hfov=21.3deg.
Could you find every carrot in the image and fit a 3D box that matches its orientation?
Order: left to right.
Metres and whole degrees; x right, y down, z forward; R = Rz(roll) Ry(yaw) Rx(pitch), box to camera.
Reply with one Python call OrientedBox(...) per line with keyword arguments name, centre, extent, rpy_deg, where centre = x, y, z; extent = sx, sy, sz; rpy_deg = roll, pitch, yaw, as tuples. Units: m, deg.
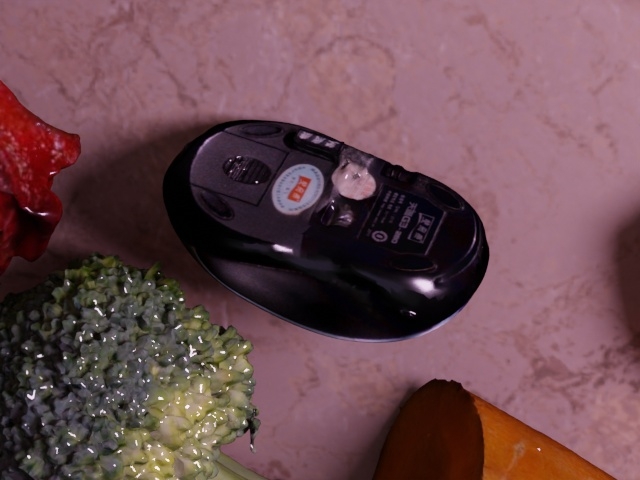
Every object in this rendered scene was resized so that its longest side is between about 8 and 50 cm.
OrientedBox(name="carrot", centre=(0.178, 0.267, 1.241), extent=(0.331, 0.214, 0.193), rpy_deg=(34, 123, -6))

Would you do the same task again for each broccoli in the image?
OrientedBox(name="broccoli", centre=(-0.182, 0.198, 1.290), extent=(0.302, 0.249, 0.375), rpy_deg=(40, 116, -3))

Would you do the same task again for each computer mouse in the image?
OrientedBox(name="computer mouse", centre=(0.000, 0.000, 1.193), extent=(0.233, 0.137, 0.096), rpy_deg=(23, 140, 10))

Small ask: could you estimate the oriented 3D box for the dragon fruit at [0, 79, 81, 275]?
OrientedBox(name="dragon fruit", centre=(-0.346, -0.100, 1.279), extent=(0.329, 0.228, 0.286), rpy_deg=(12, 155, -11))
